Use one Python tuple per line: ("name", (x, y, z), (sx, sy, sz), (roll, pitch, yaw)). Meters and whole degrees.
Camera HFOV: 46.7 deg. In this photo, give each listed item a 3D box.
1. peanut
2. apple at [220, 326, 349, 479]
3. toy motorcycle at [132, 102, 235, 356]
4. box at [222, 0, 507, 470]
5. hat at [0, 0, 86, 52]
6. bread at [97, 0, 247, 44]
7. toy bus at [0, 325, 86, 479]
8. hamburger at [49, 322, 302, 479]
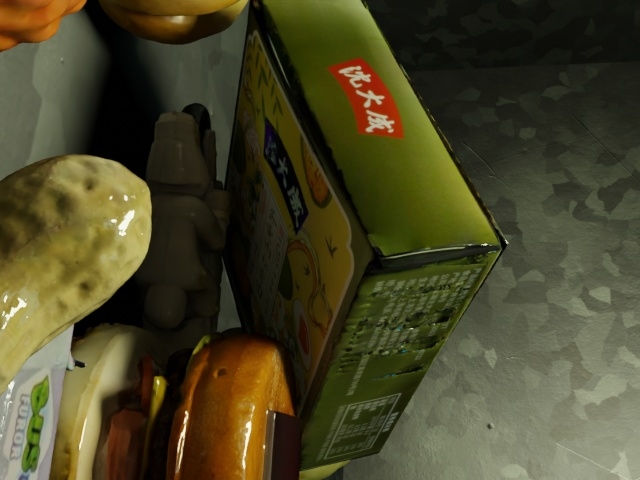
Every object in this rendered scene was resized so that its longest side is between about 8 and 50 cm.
("peanut", (-0.174, 0.031, 0.371), (0.214, 0.099, 0.099), (-40, 141, -27))
("apple", (-0.058, 0.235, 1.072), (0.262, 0.262, 0.262), (0, 90, -80))
("toy motorcycle", (-0.164, 0.012, 0.885), (0.223, 0.107, 0.341), (-78, 172, -72))
("box", (0.000, 0.000, 0.836), (0.420, 0.138, 0.373), (108, -31, -48))
("hat", (-0.226, -0.210, 0.387), (0.400, 0.285, 0.285), (-58, 159, -16))
("bread", (-0.134, -0.367, 0.783), (0.270, 0.211, 0.316), (71, 24, -63))
("toy bus", (-0.228, 0.129, 0.432), (0.112, 0.137, 0.317), (58, 34, -71))
("hamburger", (-0.139, 0.211, 0.674), (0.291, 0.225, 0.291), (-2, 90, -83))
